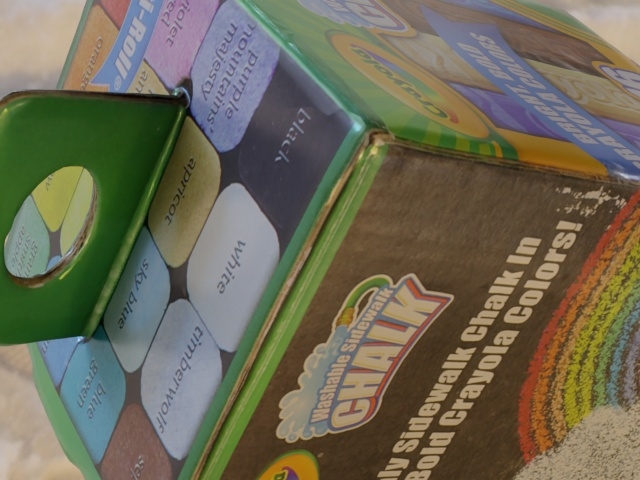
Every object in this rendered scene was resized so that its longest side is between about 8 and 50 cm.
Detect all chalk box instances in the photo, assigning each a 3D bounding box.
[{"bbox_3d":[0.000,0.000,0.445,0.289,0.180,0.179,8,30,-37],"label":"chalk box"}]
